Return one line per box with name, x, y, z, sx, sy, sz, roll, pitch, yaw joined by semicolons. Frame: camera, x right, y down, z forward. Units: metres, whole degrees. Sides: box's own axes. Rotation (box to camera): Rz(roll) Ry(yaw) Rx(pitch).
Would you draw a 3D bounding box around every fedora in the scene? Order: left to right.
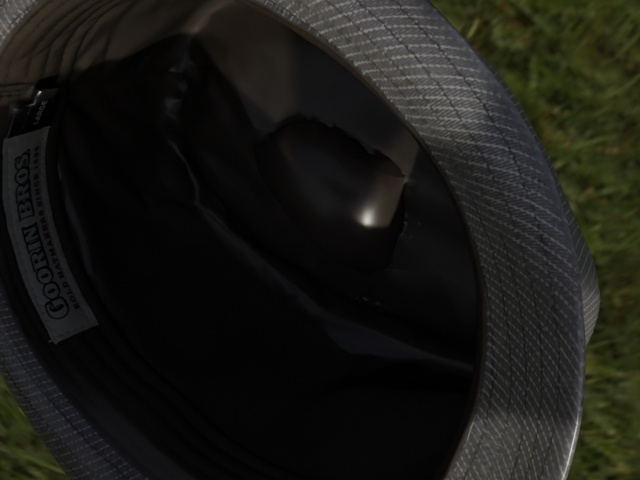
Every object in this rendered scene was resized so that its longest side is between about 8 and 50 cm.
fedora;0.000;0.000;0.669;0.275;0.124;0.243;32;121;27
